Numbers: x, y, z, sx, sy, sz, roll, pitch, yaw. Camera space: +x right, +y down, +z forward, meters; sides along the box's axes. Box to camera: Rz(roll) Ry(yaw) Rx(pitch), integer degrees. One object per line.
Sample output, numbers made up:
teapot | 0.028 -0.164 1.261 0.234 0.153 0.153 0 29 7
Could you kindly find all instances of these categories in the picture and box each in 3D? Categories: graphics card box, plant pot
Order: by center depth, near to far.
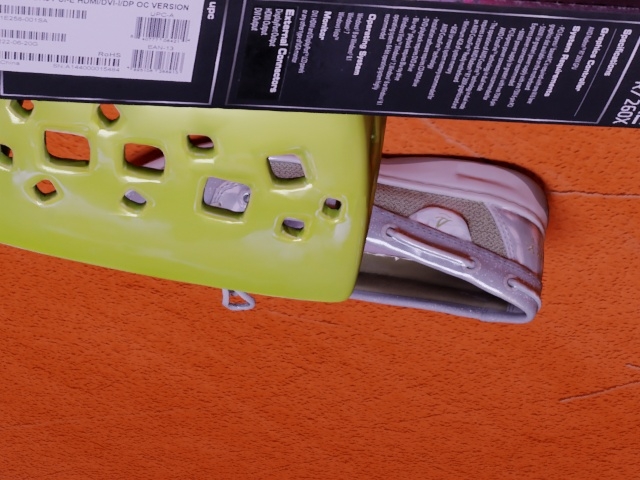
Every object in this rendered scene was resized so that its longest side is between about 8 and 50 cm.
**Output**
graphics card box | -0.009 -0.173 0.772 0.371 0.233 0.094 2 148 -8
plant pot | -0.062 -0.127 0.918 0.228 0.227 0.207 11 141 -5

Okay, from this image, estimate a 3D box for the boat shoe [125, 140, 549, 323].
boat shoe | 0.001 0.002 1.198 0.320 0.103 0.118 5 147 4
